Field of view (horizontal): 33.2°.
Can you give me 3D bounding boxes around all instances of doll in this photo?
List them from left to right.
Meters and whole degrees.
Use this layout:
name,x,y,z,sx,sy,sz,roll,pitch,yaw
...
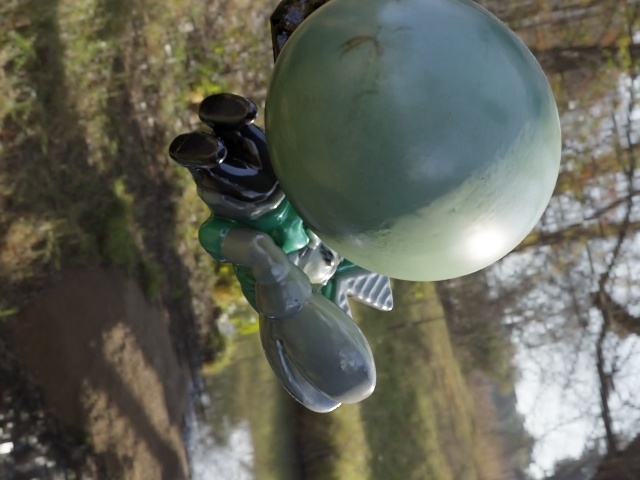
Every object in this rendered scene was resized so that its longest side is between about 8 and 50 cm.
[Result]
name,x,y,z,sx,sy,sz,roll,pitch,yaw
doll,-0.009,0.019,0.773,0.258,0.153,0.194,14,97,-51

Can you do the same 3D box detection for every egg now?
name,x,y,z,sx,sy,sz,roll,pitch,yaw
egg,0.055,-0.062,0.641,0.231,0.168,0.168,31,44,-62

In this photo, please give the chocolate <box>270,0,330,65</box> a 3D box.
name,x,y,z,sx,sy,sz,roll,pitch,yaw
chocolate,0.049,-0.199,1.049,0.133,0.156,0.156,-4,-78,49
